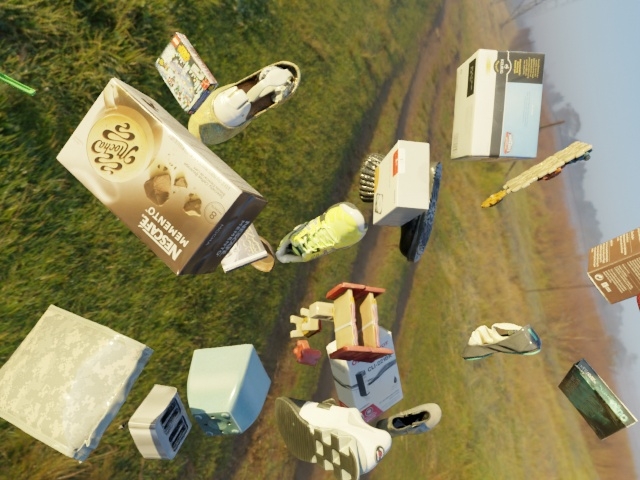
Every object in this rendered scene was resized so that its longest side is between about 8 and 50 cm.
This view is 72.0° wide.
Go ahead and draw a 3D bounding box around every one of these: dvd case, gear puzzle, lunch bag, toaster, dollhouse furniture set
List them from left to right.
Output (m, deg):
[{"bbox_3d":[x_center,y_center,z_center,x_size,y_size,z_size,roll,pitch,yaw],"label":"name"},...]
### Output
[{"bbox_3d":[-0.506,0.296,0.923,0.236,0.286,0.169,-62,149,-27],"label":"lunch bag"},{"bbox_3d":[-0.502,0.572,1.374,0.186,0.110,0.168,-63,145,-60],"label":"toaster"},{"bbox_3d":[-0.310,0.005,1.631,0.018,0.164,0.221,91,-26,-54],"label":"dvd case"},{"bbox_3d":[0.049,0.291,1.376,0.152,0.374,0.202,12,60,-25],"label":"dollhouse furniture set"},{"bbox_3d":[0.649,-0.184,1.342,0.044,0.338,0.175,55,22,-5],"label":"gear puzzle"}]

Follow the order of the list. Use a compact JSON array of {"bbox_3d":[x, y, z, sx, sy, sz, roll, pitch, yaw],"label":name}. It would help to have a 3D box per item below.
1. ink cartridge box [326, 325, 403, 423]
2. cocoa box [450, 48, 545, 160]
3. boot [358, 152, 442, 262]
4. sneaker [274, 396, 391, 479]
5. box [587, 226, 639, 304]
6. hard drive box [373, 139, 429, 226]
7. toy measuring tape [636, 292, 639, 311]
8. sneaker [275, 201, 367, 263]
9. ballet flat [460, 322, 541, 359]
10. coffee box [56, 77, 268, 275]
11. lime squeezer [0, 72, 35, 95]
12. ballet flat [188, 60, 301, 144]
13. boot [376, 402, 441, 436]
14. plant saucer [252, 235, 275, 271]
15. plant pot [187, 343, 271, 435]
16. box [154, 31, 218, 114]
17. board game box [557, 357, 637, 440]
[{"bbox_3d":[0.151,0.442,1.472,0.196,0.114,0.273,-24,111,-28],"label":"ink cartridge box"},{"bbox_3d":[0.615,-0.456,1.551,0.231,0.227,0.348,-101,-167,-84],"label":"cocoa box"},{"bbox_3d":[0.242,-0.113,1.457,0.131,0.259,0.349,29,72,-63],"label":"boot"},{"bbox_3d":[0.021,0.438,1.018,0.146,0.330,0.123,-8,99,-39],"label":"sneaker"},{"bbox_3d":[1.051,0.033,1.361,0.143,0.381,0.191,51,41,-1],"label":"box"},{"bbox_3d":[0.223,-0.150,1.240,0.232,0.089,0.181,131,-37,-76],"label":"hard drive box"},{"bbox_3d":[0.656,0.072,0.828,0.122,0.121,0.330,61,38,-32],"label":"toy measuring tape"},{"bbox_3d":[0.000,0.000,1.393,0.145,0.384,0.147,53,52,-7],"label":"sneaker"},{"bbox_3d":[0.385,0.219,0.972,0.074,0.203,0.074,11,68,-28],"label":"ballet flat"},{"bbox_3d":[-0.259,-0.100,0.735,0.297,0.168,0.119,42,7,11],"label":"coffee box"},{"bbox_3d":[-0.769,-0.430,0.946,0.310,0.109,0.059,55,19,-36],"label":"lime squeezer"},{"bbox_3d":[-0.184,-0.365,1.130,0.348,0.123,0.123,-39,119,-27],"label":"ballet flat"},{"bbox_3d":[0.305,0.560,1.375,0.246,0.161,0.084,-8,64,-23],"label":"boot"},{"bbox_3d":[-0.267,0.046,1.921,0.036,0.198,0.199,-42,119,-40],"label":"plant saucer"},{"bbox_3d":[-0.352,0.576,1.647,0.252,0.246,0.248,-84,161,-53],"label":"plant pot"},{"bbox_3d":[-0.285,-0.350,0.929,0.137,0.094,0.027,55,29,7],"label":"box"},{"bbox_3d":[0.530,0.313,0.858,0.126,0.026,0.186,60,0,35],"label":"board game box"}]
